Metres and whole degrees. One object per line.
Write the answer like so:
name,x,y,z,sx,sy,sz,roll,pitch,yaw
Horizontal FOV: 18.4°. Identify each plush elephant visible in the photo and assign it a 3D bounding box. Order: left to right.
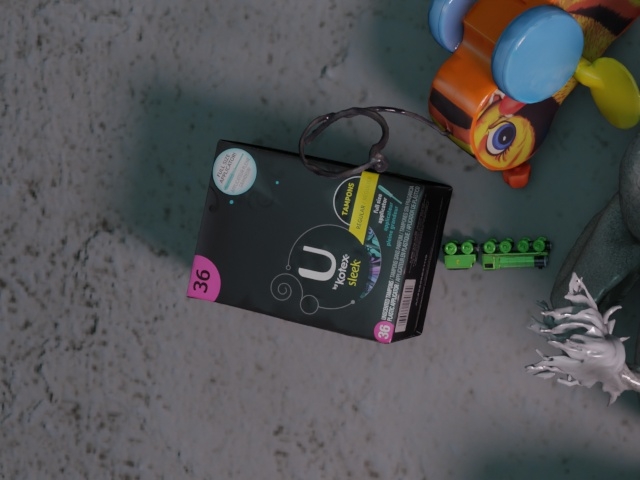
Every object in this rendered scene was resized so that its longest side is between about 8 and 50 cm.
plush elephant,0.289,0.017,1.326,0.330,0.272,0.255,20,55,-16

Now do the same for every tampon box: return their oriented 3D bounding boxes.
tampon box,0.000,0.000,1.461,0.161,0.101,0.120,12,93,15

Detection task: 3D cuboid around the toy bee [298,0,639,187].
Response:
toy bee,0.132,-0.124,1.416,0.298,0.162,0.195,-26,50,7

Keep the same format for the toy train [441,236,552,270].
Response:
toy train,0.131,0.011,1.469,0.083,0.017,0.023,-1,99,16
